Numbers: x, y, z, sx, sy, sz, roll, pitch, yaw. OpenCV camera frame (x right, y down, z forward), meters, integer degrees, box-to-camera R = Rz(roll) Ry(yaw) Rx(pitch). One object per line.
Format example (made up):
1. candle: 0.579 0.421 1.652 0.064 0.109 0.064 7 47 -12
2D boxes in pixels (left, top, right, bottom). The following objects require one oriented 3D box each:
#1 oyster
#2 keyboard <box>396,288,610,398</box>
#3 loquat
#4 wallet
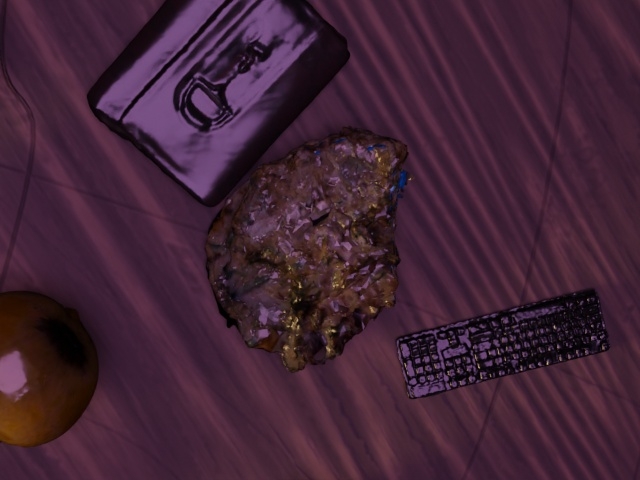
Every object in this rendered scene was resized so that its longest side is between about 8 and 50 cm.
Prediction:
1. oyster: -0.001 0.002 1.209 0.198 0.092 0.259 43 90 -5
2. keyboard: 0.198 0.111 1.275 0.231 0.023 0.072 -13 93 -7
3. loquat: -0.289 0.125 1.148 0.163 0.137 0.163 -8 103 -36
4. wallet: -0.103 -0.168 1.202 0.182 0.049 0.229 41 89 -12
